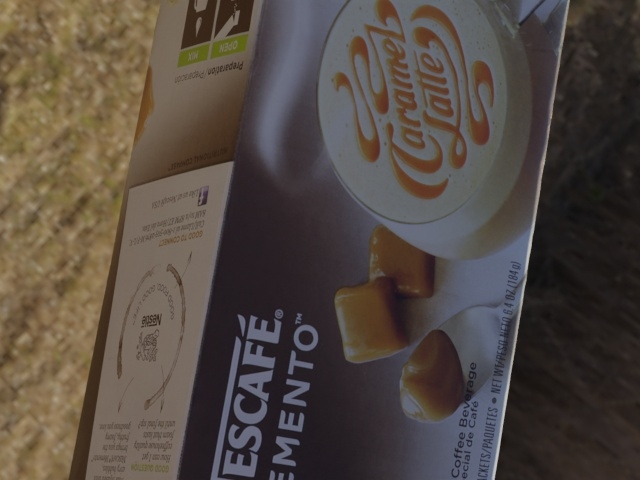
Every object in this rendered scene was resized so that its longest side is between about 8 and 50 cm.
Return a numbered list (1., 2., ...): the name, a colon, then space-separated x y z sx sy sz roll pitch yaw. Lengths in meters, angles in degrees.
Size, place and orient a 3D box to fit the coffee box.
1. coffee box: 0.000 0.000 0.585 0.141 0.098 0.246 15 81 -31
